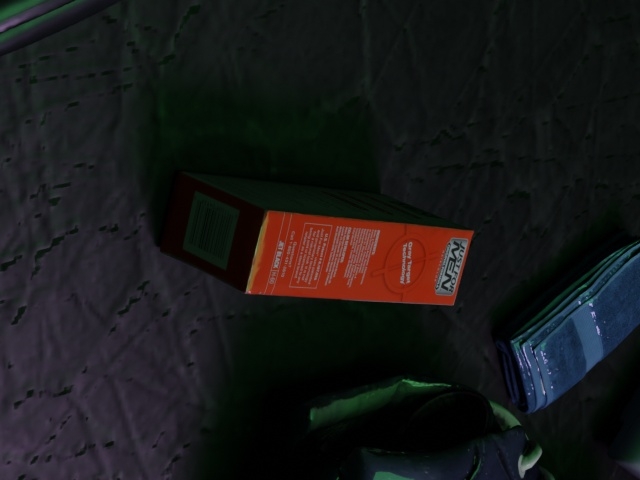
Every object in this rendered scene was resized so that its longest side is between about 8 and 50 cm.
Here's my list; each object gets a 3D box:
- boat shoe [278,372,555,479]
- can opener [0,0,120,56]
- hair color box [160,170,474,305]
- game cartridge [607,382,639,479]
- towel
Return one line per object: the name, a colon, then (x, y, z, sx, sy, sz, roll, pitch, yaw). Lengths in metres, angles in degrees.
boat shoe: (0.105, 0.158, 0.970, 0.340, 0.127, 0.158, -2, 116, -41)
can opener: (-0.083, -0.126, 0.745, 0.186, 0.073, 0.059, -37, 167, -21)
hair color box: (0.000, 0.000, 0.851, 0.141, 0.072, 0.043, 4, 104, -42)
game cartridge: (0.348, 0.139, 1.159, 0.297, 0.062, 0.198, 36, 86, -19)
towel: (0.157, 0.049, 1.044, 0.119, 0.029, 0.067, -38, 130, -25)
